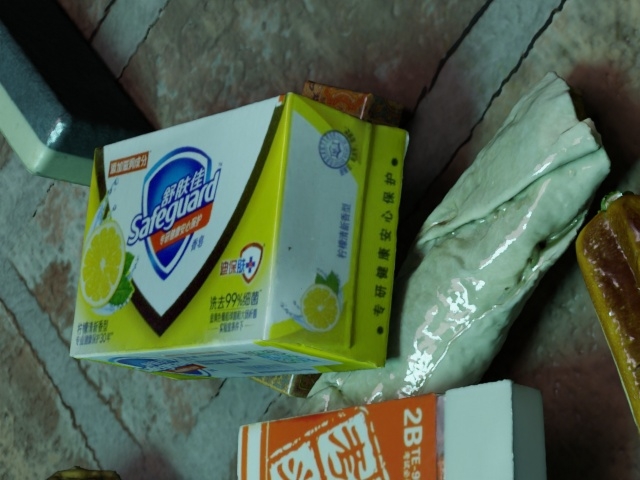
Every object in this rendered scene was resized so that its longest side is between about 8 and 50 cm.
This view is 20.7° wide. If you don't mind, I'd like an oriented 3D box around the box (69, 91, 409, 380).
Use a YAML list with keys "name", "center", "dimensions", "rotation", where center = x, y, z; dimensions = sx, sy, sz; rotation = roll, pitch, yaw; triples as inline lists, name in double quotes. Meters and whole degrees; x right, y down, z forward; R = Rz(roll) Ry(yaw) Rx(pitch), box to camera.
- name: "box"
  center: [-0.063, 0.006, 1.204]
  dimensions: [0.265, 0.097, 0.168]
  rotation: [-6, 74, 54]

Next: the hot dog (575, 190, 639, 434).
- name: "hot dog"
  center: [0.207, 0.055, 1.050]
  dimensions: [0.072, 0.055, 0.188]
  rotation: [-35, 60, 36]

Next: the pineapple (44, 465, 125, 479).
- name: "pineapple"
  center: [-0.141, 0.346, 1.251]
  dimensions: [0.165, 0.166, 0.364]
  rotation: [-42, 59, 29]

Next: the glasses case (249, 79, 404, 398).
- name: "glasses case"
  center: [0.000, 0.000, 1.254]
  dimensions: [0.075, 0.049, 0.218]
  rotation: [18, 94, 48]

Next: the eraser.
- name: "eraser"
  center: [0.038, 0.178, 1.071]
  dimensions: [0.230, 0.038, 0.157]
  rotation: [-15, 68, 41]

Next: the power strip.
- name: "power strip"
  center: [-0.240, -0.141, 1.467]
  dimensions: [0.070, 0.105, 0.256]
  rotation: [-54, 50, 21]

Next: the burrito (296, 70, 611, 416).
- name: "burrito"
  center: [0.067, 0.069, 1.151]
  dimensions: [0.392, 0.076, 0.117]
  rotation: [-57, 23, 18]
